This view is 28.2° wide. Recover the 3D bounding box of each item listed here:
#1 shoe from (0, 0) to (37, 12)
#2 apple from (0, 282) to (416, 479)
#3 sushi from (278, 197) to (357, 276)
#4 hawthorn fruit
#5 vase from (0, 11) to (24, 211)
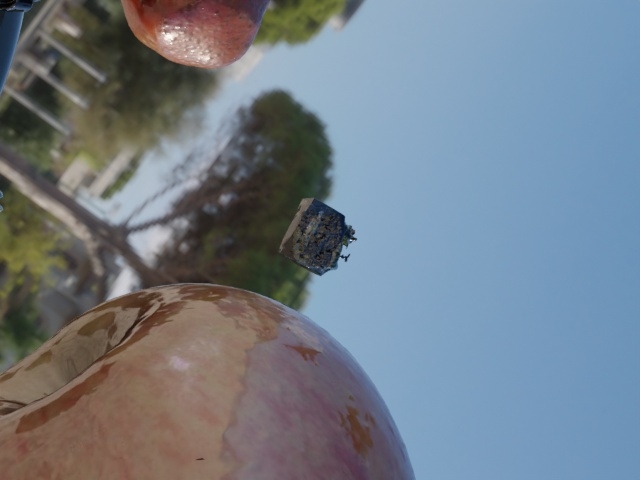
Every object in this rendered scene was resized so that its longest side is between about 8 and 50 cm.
[{"bbox_3d":[-0.342,-0.301,1.324,0.291,0.114,0.137,-27,168,-31],"label":"shoe"},{"bbox_3d":[-0.096,0.164,0.741,0.344,0.269,0.345,-7,-162,2],"label":"apple"},{"bbox_3d":[0.000,0.000,1.678,0.083,0.084,0.056,-62,-165,-8],"label":"sushi"},{"bbox_3d":[-0.138,-0.278,1.412,0.189,0.189,0.189,-49,-165,18],"label":"hawthorn fruit"},{"bbox_3d":[-0.422,-0.193,1.468,0.173,0.173,0.321,169,-79,-69],"label":"vase"}]
